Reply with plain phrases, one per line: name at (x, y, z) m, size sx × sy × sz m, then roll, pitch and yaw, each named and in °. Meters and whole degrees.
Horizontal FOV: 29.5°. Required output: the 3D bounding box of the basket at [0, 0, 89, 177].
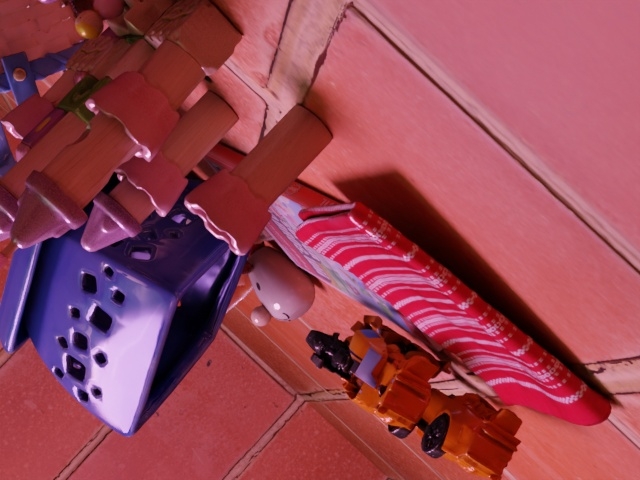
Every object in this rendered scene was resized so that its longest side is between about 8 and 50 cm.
basket at (-0.337, -0.173, 1.265) m, size 0.255 × 0.201 × 0.289 m, roll 29°, pitch 133°, yaw 55°

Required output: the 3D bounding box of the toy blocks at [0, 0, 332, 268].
toy blocks at (-0.212, -0.101, 1.001) m, size 0.309 × 0.260 × 0.288 m, roll 47°, pitch 170°, yaw -23°

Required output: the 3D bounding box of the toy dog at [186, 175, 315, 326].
toy dog at (-0.178, 0.011, 1.614) m, size 0.333 × 0.161 × 0.220 m, roll 34°, pitch 167°, yaw 41°

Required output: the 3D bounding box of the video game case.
video game case at (0.000, 0.000, 1.273) m, size 0.204 × 0.025 × 0.285 m, roll 50°, pitch 167°, yaw -35°

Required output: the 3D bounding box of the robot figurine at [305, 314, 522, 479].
robot figurine at (0.095, 0.153, 1.260) m, size 0.211 × 0.085 × 0.291 m, roll 33°, pitch 180°, yaw -14°

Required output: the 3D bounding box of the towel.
towel at (0.105, 0.062, 1.034) m, size 0.275 × 0.031 × 0.199 m, roll 38°, pitch 170°, yaw -11°

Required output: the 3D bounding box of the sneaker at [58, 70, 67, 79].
sneaker at (-0.328, -0.142, 1.602) m, size 0.100 × 0.108 × 0.271 m, roll 48°, pitch -169°, yaw -30°

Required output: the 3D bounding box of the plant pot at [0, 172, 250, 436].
plant pot at (-0.228, 0.044, 1.407) m, size 0.212 × 0.236 × 0.236 m, roll 28°, pitch 124°, yaw 7°
